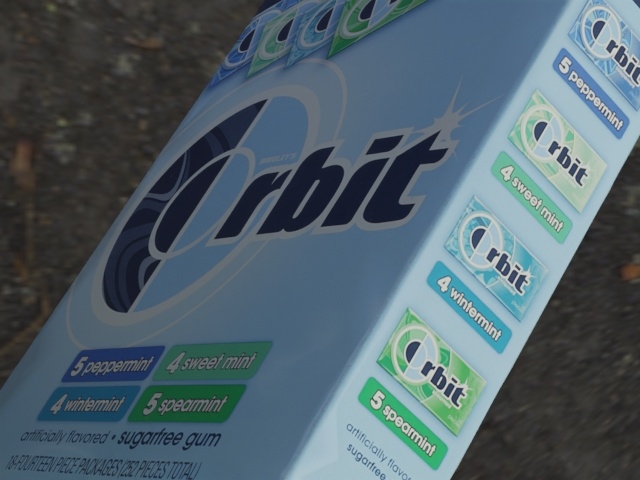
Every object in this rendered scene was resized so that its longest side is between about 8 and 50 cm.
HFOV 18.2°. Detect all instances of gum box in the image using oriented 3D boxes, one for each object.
[{"bbox_3d":[0.000,0.000,0.513,0.041,0.157,0.184,43,63,-25],"label":"gum box"}]
